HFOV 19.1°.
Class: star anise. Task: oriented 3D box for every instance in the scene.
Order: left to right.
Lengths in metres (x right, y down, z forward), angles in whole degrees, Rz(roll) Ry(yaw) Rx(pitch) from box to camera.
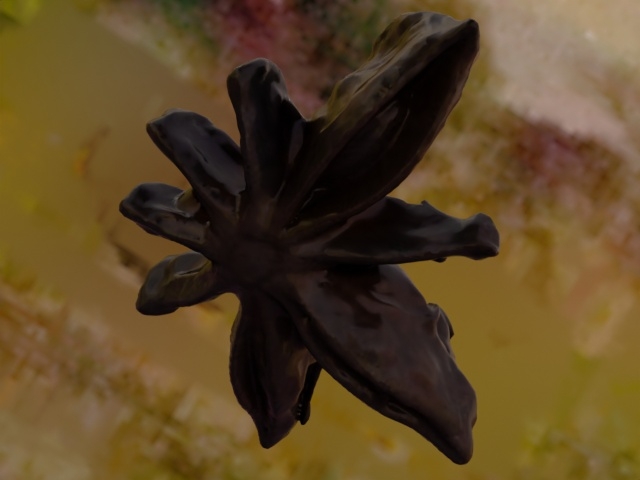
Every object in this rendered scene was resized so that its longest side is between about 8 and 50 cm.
[{"bbox_3d":[0.000,0.004,0.981,0.198,0.258,0.111,2,31,20],"label":"star anise"}]
